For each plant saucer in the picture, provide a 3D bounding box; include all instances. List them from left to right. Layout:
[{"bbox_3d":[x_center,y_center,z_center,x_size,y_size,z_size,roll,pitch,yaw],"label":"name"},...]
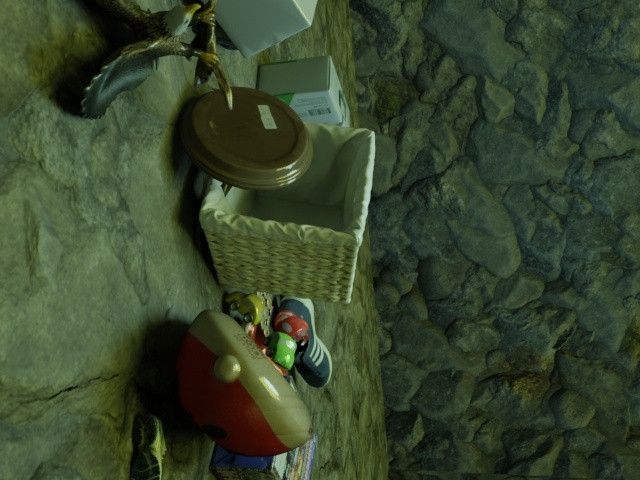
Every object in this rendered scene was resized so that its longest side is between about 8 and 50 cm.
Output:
[{"bbox_3d":[-0.144,-0.217,1.229,0.041,0.277,0.278,116,-13,-49],"label":"plant saucer"}]

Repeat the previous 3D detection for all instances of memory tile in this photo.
[{"bbox_3d":[-0.152,0.180,1.631,0.113,0.012,0.148,-76,158,-49],"label":"memory tile"}]

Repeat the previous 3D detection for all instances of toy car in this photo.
[{"bbox_3d":[-0.095,0.205,1.364,0.239,0.053,0.225,32,11,-26],"label":"toy car"}]

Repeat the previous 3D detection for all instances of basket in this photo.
[{"bbox_3d":[-0.064,-0.066,1.347,0.267,0.331,0.329,95,4,-50],"label":"basket"}]

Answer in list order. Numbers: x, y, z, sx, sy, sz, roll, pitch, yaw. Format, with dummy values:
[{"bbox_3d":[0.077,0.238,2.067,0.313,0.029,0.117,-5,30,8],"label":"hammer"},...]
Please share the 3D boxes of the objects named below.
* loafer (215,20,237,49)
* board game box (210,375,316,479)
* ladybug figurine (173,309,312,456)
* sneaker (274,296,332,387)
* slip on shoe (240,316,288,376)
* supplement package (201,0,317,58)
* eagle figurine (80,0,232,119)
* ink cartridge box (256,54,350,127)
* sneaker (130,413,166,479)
[{"bbox_3d":[-0.194,-0.493,1.411,0.251,0.094,0.088,-37,128,-73],"label":"loafer"},{"bbox_3d":[-0.121,0.494,1.433,0.232,0.141,0.291,-78,160,-44],"label":"board game box"},{"bbox_3d":[-0.154,0.283,1.144,0.305,0.162,0.449,46,-12,20],"label":"ladybug figurine"},{"bbox_3d":[-0.063,0.327,1.763,0.148,0.131,0.350,-64,143,-50],"label":"sneaker"},{"bbox_3d":[-0.132,0.311,1.511,0.123,0.101,0.332,-71,153,-52],"label":"slip on shoe"},{"bbox_3d":[-0.155,-0.563,1.247,0.293,0.177,0.175,50,35,-37],"label":"supplement package"},{"bbox_3d":[-0.278,-0.325,0.951,0.298,0.225,0.226,-18,63,-46],"label":"eagle figurine"},{"bbox_3d":[-0.041,-0.390,1.775,0.289,0.211,0.122,58,31,-65],"label":"ink cartridge box"},{"bbox_3d":[-0.279,0.358,1.016,0.058,0.052,0.136,48,42,-75],"label":"sneaker"}]
